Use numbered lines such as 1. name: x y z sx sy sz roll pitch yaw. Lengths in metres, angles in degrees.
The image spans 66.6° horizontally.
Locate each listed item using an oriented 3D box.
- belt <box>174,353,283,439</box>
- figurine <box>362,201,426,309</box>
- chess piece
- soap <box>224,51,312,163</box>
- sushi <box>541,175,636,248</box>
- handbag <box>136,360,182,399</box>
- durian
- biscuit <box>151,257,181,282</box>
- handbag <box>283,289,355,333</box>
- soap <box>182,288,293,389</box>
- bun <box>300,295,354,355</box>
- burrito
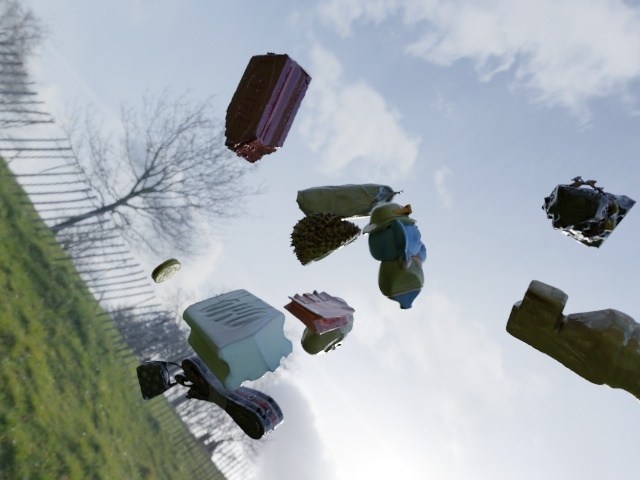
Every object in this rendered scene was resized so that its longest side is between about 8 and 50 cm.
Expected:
1. belt: -0.264 0.437 1.386 0.359 0.094 0.126 20 -74 31
2. figurine: 0.188 0.031 1.229 0.154 0.180 0.262 -3 -68 18
3. chess piece: 0.457 0.172 0.793 0.301 0.137 0.137 24 -49 33
4. soap: -0.133 -0.308 1.151 0.162 0.099 0.250 18 -96 43
5. sushi: 0.632 -0.074 1.184 0.172 0.150 0.153 39 -65 24
6. handbag: -0.496 0.431 1.543 0.072 0.139 0.115 169 -91 -87
7. durian: 0.000 0.000 1.339 0.252 0.139 0.144 -35 -121 29
8. biscuit: -0.415 0.082 1.312 0.023 0.084 0.084 48 -37 14
9. handbag: -0.001 0.217 1.524 0.157 0.212 0.059 29 -75 28
10. soap: -0.179 0.196 1.045 0.289 0.173 0.095 16 -61 60
11. bun: 0.031 0.321 1.775 0.141 0.239 0.239 41 -36 -3
12. burrito: 0.100 -0.142 1.805 0.445 0.101 0.139 -1 -93 33
